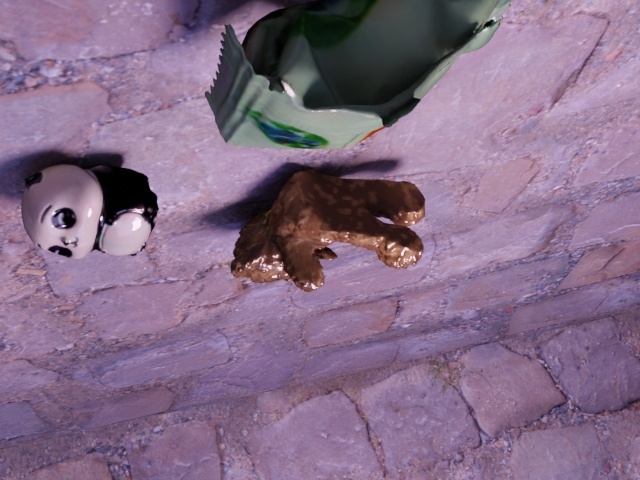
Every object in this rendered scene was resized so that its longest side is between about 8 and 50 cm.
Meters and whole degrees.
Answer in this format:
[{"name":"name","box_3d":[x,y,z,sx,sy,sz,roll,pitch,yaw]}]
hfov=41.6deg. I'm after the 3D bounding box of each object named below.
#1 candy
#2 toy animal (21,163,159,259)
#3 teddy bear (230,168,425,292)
[{"name":"candy","box_3d":[0.068,-0.219,0.973,0.397,0.172,0.263,-27,-175,-19]},{"name":"toy animal","box_3d":[-0.341,-0.035,1.220,0.179,0.138,0.166,-5,138,-35]},{"name":"teddy bear","box_3d":[0.009,0.004,1.418,0.296,0.246,0.223,17,130,-3]}]
